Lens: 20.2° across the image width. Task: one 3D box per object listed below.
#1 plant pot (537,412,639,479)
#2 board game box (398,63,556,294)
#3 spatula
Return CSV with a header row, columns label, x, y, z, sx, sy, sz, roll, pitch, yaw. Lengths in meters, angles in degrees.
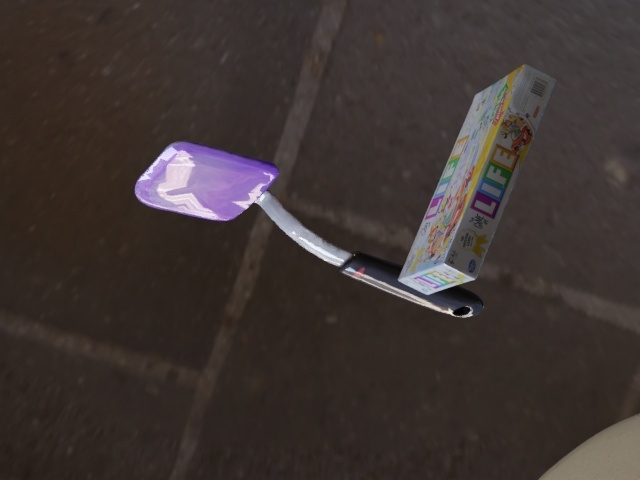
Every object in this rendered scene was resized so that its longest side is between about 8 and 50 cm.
label,x,y,z,sx,sy,sz,roll,pitch,yaw
plant pot,0.282,0.271,1.552,0.191,0.284,0.284,-1,105,34
board game box,0.109,-0.041,1.266,0.026,0.103,0.154,26,76,-10
spatula,0.000,0.000,1.341,0.296,0.030,0.084,26,136,-23
